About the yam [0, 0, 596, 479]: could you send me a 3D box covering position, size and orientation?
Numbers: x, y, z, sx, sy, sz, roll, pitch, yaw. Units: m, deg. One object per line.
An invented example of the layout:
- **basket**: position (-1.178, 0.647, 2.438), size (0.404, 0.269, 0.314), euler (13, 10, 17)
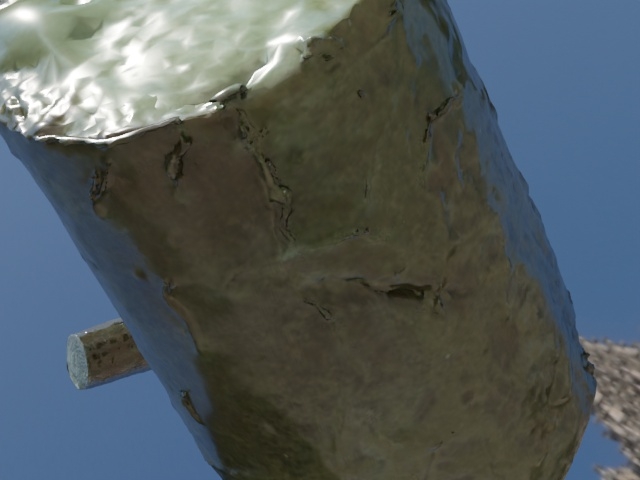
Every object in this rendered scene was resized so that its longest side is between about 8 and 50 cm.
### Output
- **yam**: position (0.000, 0.000, 0.539), size (0.195, 0.195, 0.300), euler (-33, -56, -7)

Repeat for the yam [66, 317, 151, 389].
- **yam**: position (-0.148, 0.085, 1.028), size (0.132, 0.054, 0.054), euler (-16, -79, -25)
